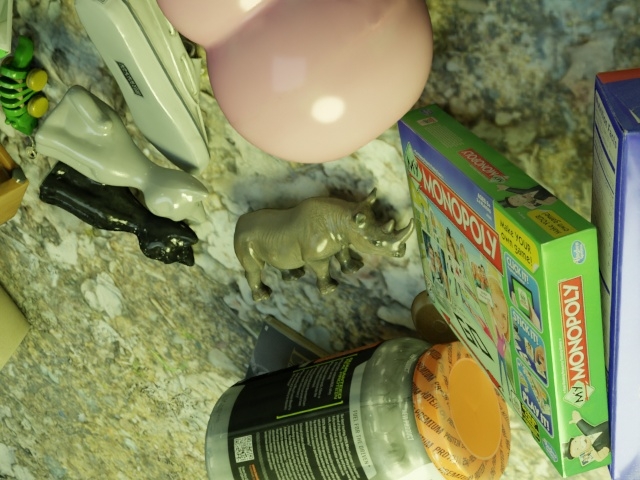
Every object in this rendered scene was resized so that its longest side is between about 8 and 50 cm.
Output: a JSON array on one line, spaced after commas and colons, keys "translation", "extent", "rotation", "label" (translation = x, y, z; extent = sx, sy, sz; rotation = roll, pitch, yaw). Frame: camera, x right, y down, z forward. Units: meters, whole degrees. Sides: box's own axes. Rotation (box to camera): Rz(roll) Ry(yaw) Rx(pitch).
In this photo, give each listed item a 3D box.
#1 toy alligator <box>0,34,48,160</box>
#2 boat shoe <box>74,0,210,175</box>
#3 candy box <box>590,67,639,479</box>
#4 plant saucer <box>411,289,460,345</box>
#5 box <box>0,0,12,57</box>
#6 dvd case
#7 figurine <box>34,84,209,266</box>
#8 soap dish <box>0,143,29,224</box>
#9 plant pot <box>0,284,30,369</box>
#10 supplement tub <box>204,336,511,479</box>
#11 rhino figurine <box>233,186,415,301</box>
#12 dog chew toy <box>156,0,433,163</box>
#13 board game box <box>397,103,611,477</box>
[{"translation": [-0.389, -0.172, 1.212], "extent": [0.056, 0.051, 0.189], "rotation": [27, 131, 18], "label": "toy alligator"}, {"translation": [-0.172, -0.183, 1.027], "extent": [0.096, 0.088, 0.267], "rotation": [22, 152, 38], "label": "boat shoe"}, {"translation": [0.345, 0.021, 0.711], "extent": [0.268, 0.122, 0.317], "rotation": [-5, 121, 5], "label": "candy box"}, {"translation": [0.136, 0.093, 1.049], "extent": [0.083, 0.015, 0.083], "rotation": [18, 127, 25], "label": "plant saucer"}, {"translation": [-0.465, -0.290, 1.057], "extent": [0.262, 0.127, 0.231], "rotation": [-14, 72, 38], "label": "box"}, {"translation": [0.000, 0.212, 1.221], "extent": [0.221, 0.018, 0.164], "rotation": [31, 132, 13], "label": "dvd case"}, {"translation": [-0.228, -0.063, 1.127], "extent": [0.209, 0.092, 0.215], "rotation": [33, 154, 1], "label": "figurine"}, {"translation": [-0.533, -0.090, 1.223], "extent": [0.118, 0.291, 0.229], "rotation": [-31, 99, 25], "label": "soap dish"}, {"translation": [-0.595, 0.106, 1.434], "extent": [0.274, 0.256, 0.256], "rotation": [37, 135, -13], "label": "plant pot"}, {"translation": [0.039, 0.221, 1.061], "extent": [0.316, 0.193, 0.193], "rotation": [-20, 106, 35], "label": "supplement tub"}, {"translation": [0.000, 0.000, 1.043], "extent": [0.243, 0.073, 0.106], "rotation": [-11, 115, 37], "label": "rhino figurine"}, {"translation": [-0.051, -0.230, 0.815], "extent": [0.207, 0.206, 0.332], "rotation": [-25, 111, 42], "label": "dog chew toy"}, {"translation": [0.152, 0.026, 0.828], "extent": [0.046, 0.317, 0.213], "rotation": [-17, 116, -7], "label": "board game box"}]
